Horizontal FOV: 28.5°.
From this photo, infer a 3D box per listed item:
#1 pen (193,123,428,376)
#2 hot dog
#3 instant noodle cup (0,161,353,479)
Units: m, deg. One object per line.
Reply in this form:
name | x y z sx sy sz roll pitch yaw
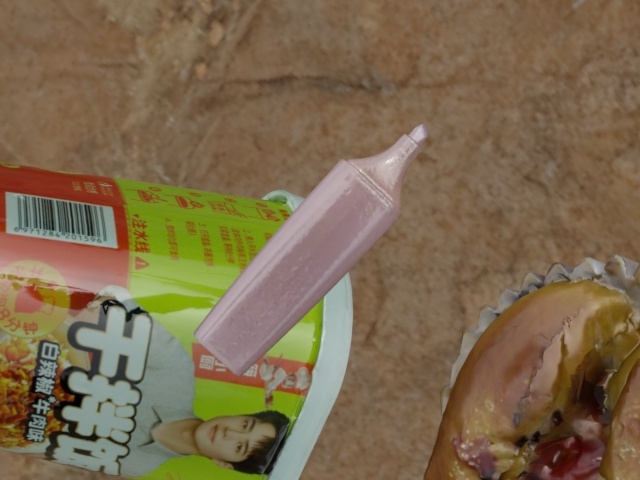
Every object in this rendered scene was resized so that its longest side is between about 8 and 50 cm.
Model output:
pen | 0.000 0.000 0.798 0.053 0.032 0.197 44 89 -8
hot dog | 0.084 0.138 0.354 0.144 0.075 0.267 -5 87 40
instant noodle cup | -0.172 0.069 1.068 0.294 0.308 0.293 -44 39 52
